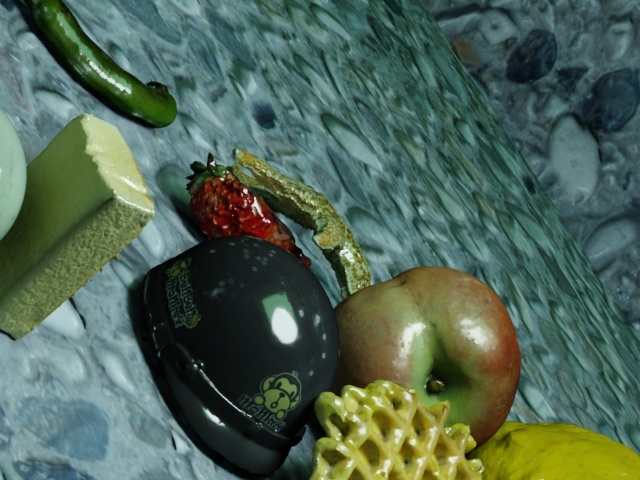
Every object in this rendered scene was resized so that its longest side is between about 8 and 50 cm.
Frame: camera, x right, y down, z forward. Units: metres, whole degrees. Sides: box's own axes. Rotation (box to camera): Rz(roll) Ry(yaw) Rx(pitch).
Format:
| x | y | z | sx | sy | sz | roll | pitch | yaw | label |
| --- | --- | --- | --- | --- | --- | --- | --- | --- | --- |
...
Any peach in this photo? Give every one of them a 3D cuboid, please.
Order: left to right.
| x | y | z | sx | sy | sz | roll | pitch | yaw | label |
| --- | --- | --- | --- | --- | --- | --- | --- | --- | --- |
| 0.113 | 0.152 | 2.066 | 0.252 | 0.252 | 0.252 | 46 | 19 | -20 | peach |

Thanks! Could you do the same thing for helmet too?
| x | y | z | sx | sy | sz | roll | pitch | yaw | label |
| --- | --- | --- | --- | --- | --- | --- | --- | --- | --- |
| -0.067 | 0.102 | 1.854 | 0.230 | 0.160 | 0.279 | 41 | 20 | -37 | helmet |

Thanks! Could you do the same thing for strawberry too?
| x | y | z | sx | sy | sz | roll | pitch | yaw | label |
| --- | --- | --- | --- | --- | --- | --- | --- | --- | --- |
| -0.099 | -0.021 | 2.126 | 0.140 | 0.085 | 0.192 | 43 | -7 | 38 | strawberry |

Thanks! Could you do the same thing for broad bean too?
| x | y | z | sx | sy | sz | roll | pitch | yaw | label |
| --- | --- | --- | --- | --- | --- | --- | --- | --- | --- |
| -0.266 | -0.217 | 2.160 | 0.292 | 0.049 | 0.144 | 36 | 17 | -47 | broad bean |

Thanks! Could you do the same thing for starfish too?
| x | y | z | sx | sy | sz | roll | pitch | yaw | label |
| --- | --- | --- | --- | --- | --- | --- | --- | --- | --- |
| 0.003 | -0.001 | 2.208 | 0.347 | 0.078 | 0.358 | 54 | -6 | -12 | starfish |

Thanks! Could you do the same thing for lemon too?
| x | y | z | sx | sy | sz | roll | pitch | yaw | label |
| --- | --- | --- | --- | --- | --- | --- | --- | --- | --- |
| 0.285 | 0.348 | 2.061 | 0.285 | 0.285 | 0.316 | 42 | 20 | -29 | lemon |

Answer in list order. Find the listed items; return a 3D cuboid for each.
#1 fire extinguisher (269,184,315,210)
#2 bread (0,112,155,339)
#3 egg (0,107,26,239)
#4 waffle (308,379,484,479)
| x | y | z | sx | sy | sz | roll | pitch | yaw | label |
| --- | --- | --- | --- | --- | --- | --- | --- | --- | --- |
| -0.045 | -0.058 | 2.419 | 0.056 | 0.039 | 0.132 | 47 | 16 | 12 | fire extinguisher |
| -0.243 | -0.015 | 1.588 | 0.068 | 0.188 | 0.125 | 28 | 28 | -42 | bread |
| -0.333 | -0.062 | 1.510 | 0.149 | 0.149 | 0.192 | 41 | 16 | -33 | egg |
| 0.087 | 0.300 | 1.847 | 0.307 | 0.060 | 0.312 | 22 | 61 | -46 | waffle |
